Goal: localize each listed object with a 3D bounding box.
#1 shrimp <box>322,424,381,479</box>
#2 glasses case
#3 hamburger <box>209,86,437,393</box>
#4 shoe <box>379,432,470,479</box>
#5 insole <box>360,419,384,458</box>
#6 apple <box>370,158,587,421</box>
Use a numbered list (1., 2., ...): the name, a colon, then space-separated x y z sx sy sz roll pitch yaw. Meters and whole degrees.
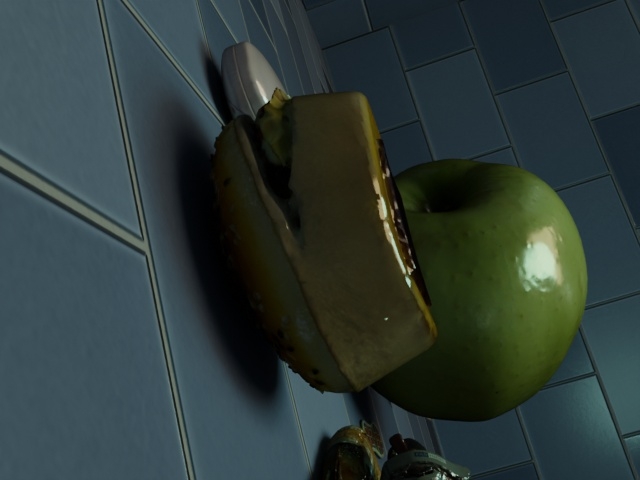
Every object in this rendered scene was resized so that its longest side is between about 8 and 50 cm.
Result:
1. shrimp: 0.050 0.325 0.840 0.290 0.054 0.222 19 55 -80
2. glasses case: -0.058 -0.132 1.017 0.297 0.075 0.113 65 10 -51
3. hamburger: 0.000 0.000 0.744 0.300 0.176 0.300 -17 90 -84
4. shoe: 0.110 0.262 0.800 0.227 0.099 0.126 66 17 -69
5. insole: 0.089 0.334 1.293 0.193 0.006 0.065 56 18 -67
6. apple: 0.237 0.090 1.338 0.473 0.473 0.474 -18 90 -83
